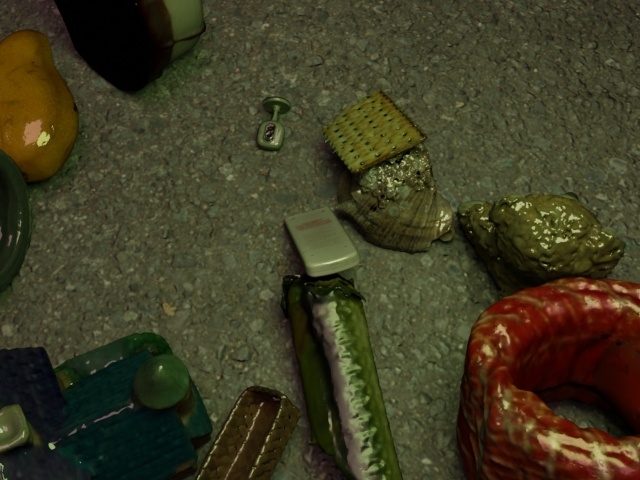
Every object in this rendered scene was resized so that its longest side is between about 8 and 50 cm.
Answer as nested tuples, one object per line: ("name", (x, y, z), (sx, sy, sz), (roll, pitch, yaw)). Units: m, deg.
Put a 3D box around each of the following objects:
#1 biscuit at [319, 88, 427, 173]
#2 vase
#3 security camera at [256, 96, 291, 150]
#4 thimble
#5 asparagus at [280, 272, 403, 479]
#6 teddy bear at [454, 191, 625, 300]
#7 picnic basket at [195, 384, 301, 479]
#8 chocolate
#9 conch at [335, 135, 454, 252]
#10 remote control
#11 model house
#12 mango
("biscuit", (0.078, -0.183, 1.134), (0.144, 0.016, 0.203), (-27, 38, -3))
("vase", (-0.641, -0.035, 1.062), (0.291, 0.245, 0.245), (3, 63, 10))
("security camera", (-0.086, -0.208, 1.240), (0.058, 0.058, 0.092), (5, 72, 1))
("thimble", (0.354, 0.230, 0.884), (0.350, 0.231, 0.350), (-2, 39, 2))
("asparagus", (0.032, 0.219, 0.997), (0.128, 0.108, 0.382), (-10, 65, -7))
("teddy bear", (0.330, 0.006, 1.028), (0.267, 0.256, 0.156), (19, 70, 9))
("picnic basket", (-0.104, 0.303, 0.962), (0.110, 0.055, 0.193), (0, 52, 46))
("chocolate", (-0.332, -0.433, 1.247), (0.283, 0.284, 0.186), (36, 53, 15))
("conch", (0.124, -0.082, 1.150), (0.178, 0.163, 0.245), (-43, 86, 17))
("remote control", (0.000, 0.000, 1.091), (0.087, 0.029, 0.190), (-16, 28, -9))
("model house", (-0.319, 0.230, 0.890), (0.312, 0.280, 0.245), (-23, 66, -13))
("mango", (-0.518, -0.232, 1.206), (0.177, 0.120, 0.295), (-16, 63, 0))
